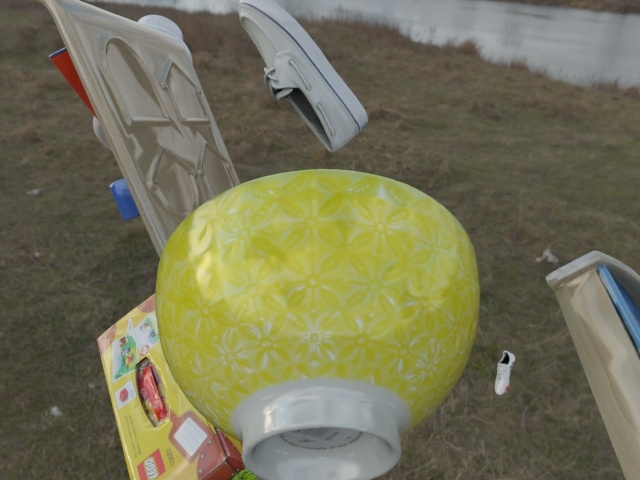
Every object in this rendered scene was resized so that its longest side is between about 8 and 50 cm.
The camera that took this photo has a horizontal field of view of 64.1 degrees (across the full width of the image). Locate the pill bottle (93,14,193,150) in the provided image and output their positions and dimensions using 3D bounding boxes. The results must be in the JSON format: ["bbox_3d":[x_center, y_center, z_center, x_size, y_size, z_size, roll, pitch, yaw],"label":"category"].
[{"bbox_3d":[-0.315,-0.288,0.938,0.146,0.146,0.264,3,61,-6],"label":"pill bottle"}]

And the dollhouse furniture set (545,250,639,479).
[{"bbox_3d":[0.359,0.081,0.308,0.286,0.303,0.198,39,33,-24],"label":"dollhouse furniture set"}]

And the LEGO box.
[{"bbox_3d":[-0.273,0.414,1.173,0.193,0.373,0.500,-39,43,-4],"label":"LEGO box"}]

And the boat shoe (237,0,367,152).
[{"bbox_3d":[-0.042,-0.252,0.791,0.088,0.267,0.096,-46,19,-12],"label":"boat shoe"}]

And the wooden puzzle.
[{"bbox_3d":[-0.216,-0.138,0.700,0.080,0.348,0.322,-24,9,13],"label":"wooden puzzle"}]

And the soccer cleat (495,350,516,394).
[{"bbox_3d":[0.344,0.248,0.963,0.029,0.035,0.083,2,57,51],"label":"soccer cleat"}]

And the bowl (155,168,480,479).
[{"bbox_3d":[-0.001,0.102,0.419,0.289,0.290,0.156,4,45,-5],"label":"bowl"}]
